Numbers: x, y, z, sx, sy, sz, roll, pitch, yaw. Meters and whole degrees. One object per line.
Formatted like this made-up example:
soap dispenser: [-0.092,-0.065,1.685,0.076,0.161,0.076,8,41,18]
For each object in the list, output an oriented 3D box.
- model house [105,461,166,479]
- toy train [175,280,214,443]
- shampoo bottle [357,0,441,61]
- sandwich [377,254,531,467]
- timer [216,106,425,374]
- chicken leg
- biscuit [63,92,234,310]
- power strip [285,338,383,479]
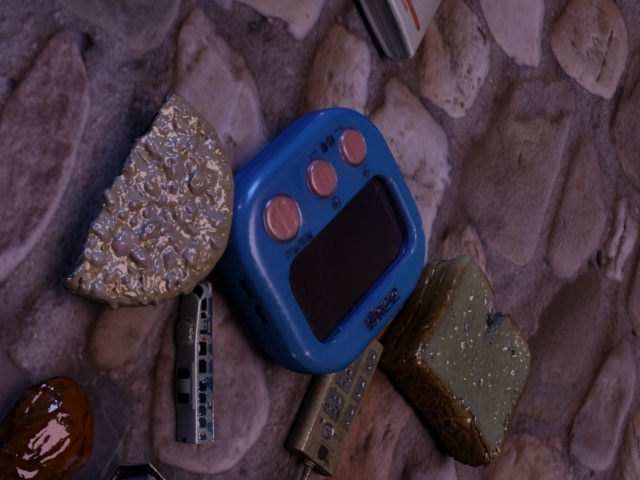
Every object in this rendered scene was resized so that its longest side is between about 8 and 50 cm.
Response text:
model house: [-0.226,0.347,1.491,0.207,0.136,0.219,-40,107,2]
toy train: [-0.161,0.155,1.608,0.047,0.043,0.208,3,85,-43]
shampoo bottle: [0.162,-0.421,1.973,0.284,0.071,0.153,-50,122,-36]
sandwich: [0.225,0.185,1.997,0.273,0.095,0.249,54,48,-30]
timer: [0.000,0.000,1.740,0.340,0.115,0.309,-47,118,-38]
chicken leg: [-0.349,0.278,1.370,0.304,0.093,0.113,-54,136,-30]
biscuit: [-0.193,-0.024,1.531,0.179,0.084,0.281,38,65,-22]
power strip: [0.017,0.239,1.806,0.092,0.034,0.268,46,56,-37]
